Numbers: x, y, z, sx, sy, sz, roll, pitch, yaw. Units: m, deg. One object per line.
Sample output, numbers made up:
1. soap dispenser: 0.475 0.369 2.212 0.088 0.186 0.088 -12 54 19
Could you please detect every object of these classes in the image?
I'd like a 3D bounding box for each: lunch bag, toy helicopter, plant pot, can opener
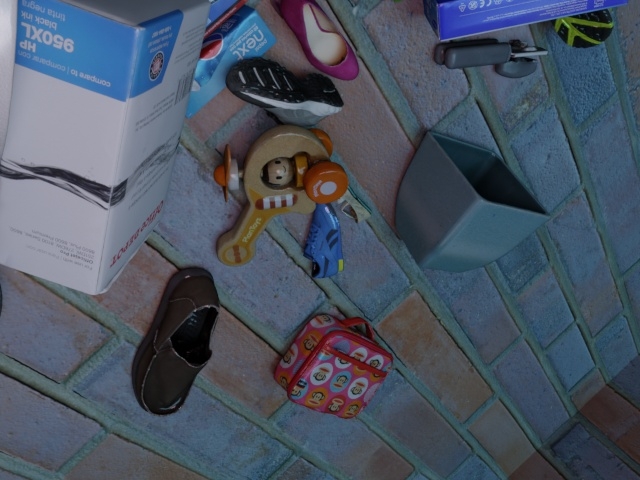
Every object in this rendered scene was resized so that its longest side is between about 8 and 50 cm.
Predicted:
1. lunch bag: 0.049 0.314 1.582 0.293 0.120 0.258 32 95 -42
2. toy helicopter: -0.125 -0.078 1.204 0.235 0.140 0.355 13 129 -31
3. plant pot: 0.317 -0.064 1.436 0.248 0.247 0.252 9 130 -35
4. can opener: 0.381 -0.396 1.365 0.284 0.076 0.095 -13 123 -23

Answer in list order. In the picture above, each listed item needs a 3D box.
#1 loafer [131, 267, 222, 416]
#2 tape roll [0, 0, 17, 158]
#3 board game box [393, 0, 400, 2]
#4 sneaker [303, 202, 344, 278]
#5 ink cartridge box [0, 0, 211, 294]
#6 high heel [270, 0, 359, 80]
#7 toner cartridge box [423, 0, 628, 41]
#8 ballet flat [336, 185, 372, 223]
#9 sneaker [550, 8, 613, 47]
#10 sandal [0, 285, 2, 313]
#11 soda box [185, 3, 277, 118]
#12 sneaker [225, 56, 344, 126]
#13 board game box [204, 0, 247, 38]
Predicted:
1. loafer: -0.305 0.240 1.300 0.134 0.130 0.365 4 116 -33
2. tape roll: -0.419 -0.285 0.735 0.072 0.392 0.391 0 118 -32
3. board game box: 0.244 -0.603 1.133 0.317 0.046 0.213 -28 111 -14
4. sneaker: 0.000 0.000 1.382 0.082 0.069 0.209 -19 127 -16
5. ink cartridge box: -0.315 -0.164 0.898 0.166 0.285 0.394 19 118 -2
6. high heel: 0.013 -0.367 1.128 0.082 0.117 0.244 -46 131 1
7. toner cartridge box: 0.381 -0.475 1.170 0.348 0.165 0.075 -10 126 5
8. ballet flat: 0.060 -0.091 1.372 0.052 0.057 0.168 -38 131 7
9. sneaker: 0.506 -0.593 1.304 0.384 0.145 0.147 48 50 -33
10. sandal: -0.650 -0.015 0.964 0.168 0.107 0.445 -27 116 -13
11. soda box: -0.184 -0.314 1.073 0.210 0.067 0.071 -43 131 -3
12. sneaker: -0.070 -0.254 1.124 0.108 0.100 0.272 -37 158 32
13. board game box: -0.238 -0.395 1.017 0.281 0.027 0.145 -42 130 -2
